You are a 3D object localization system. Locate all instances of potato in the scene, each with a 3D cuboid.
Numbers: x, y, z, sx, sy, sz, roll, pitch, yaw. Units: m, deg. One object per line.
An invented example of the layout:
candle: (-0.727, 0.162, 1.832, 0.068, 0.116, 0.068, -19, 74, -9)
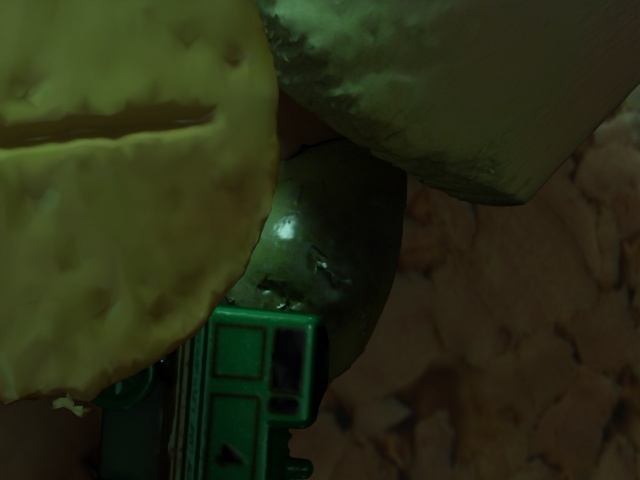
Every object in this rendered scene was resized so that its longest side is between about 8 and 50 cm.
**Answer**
potato: (0.000, 0.000, 0.817, 0.101, 0.089, 0.172, 23, 79, -27)

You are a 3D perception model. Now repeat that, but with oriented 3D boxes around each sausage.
sausage: (-0.185, -0.054, 0.590, 0.233, 0.287, 0.233, 0, 90, -37)

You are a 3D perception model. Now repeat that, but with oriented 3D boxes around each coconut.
coconut: (0.094, -0.207, 0.745, 0.297, 0.297, 0.309, 29, 108, -28)

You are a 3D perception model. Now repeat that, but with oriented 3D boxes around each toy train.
toy train: (-0.064, 0.109, 0.745, 0.136, 0.091, 0.227, 2, 87, 1)
